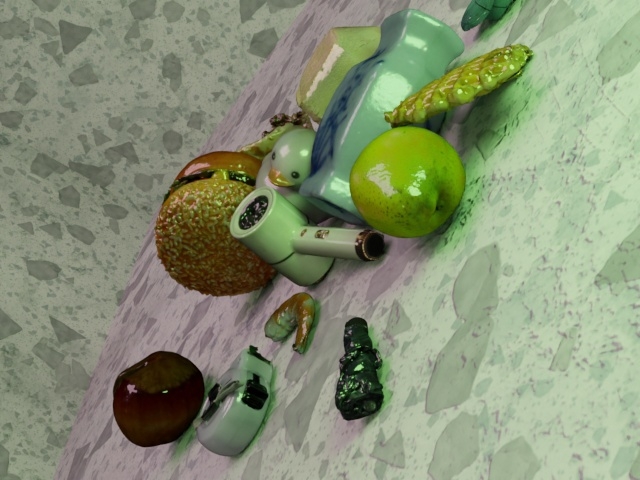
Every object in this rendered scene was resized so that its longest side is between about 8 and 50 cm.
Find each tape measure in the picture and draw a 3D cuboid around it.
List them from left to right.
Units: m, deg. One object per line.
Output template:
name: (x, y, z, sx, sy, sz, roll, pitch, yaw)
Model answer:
tape measure: (-0.174, 0.322, 1.679, 0.196, 0.105, 0.178, -53, 19, 13)

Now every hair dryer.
hair dryer: (0.000, 0.000, 1.658, 0.362, 0.203, 0.128, 4, 60, 52)

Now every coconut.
coconut: (0.075, -0.367, 1.931, 0.245, 0.233, 0.233, -54, 18, 16)

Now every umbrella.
umbrella: (0.059, 0.183, 1.342, 0.080, 0.071, 0.224, -24, 22, 13)

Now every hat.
hat: (0.338, -0.475, 1.654, 0.138, 0.078, 0.191, -60, -3, -30)

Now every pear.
pear: (0.143, -0.088, 1.382, 0.187, 0.188, 0.219, -57, 19, 8)

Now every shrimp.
shrimp: (-0.059, 0.183, 1.710, 0.161, 0.049, 0.166, -47, 28, 28)

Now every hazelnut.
hazelnut: (-0.372, 0.369, 2.021, 0.217, 0.217, 0.251, -54, 9, 16)

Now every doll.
doll: (-0.030, -0.154, 1.838, 0.251, 0.221, 0.221, -30, -7, -43)

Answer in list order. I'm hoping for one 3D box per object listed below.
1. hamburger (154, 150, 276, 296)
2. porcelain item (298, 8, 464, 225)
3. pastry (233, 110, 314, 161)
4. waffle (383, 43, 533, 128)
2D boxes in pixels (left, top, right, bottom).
hamburger: (-0.231, -0.033, 2.068, 0.330, 0.330, 0.250, -46, 23, 36)
porcelain item: (0.119, -0.233, 1.675, 0.405, 0.179, 0.242, -64, 19, -5)
pastry: (-0.118, -0.226, 2.309, 0.237, 0.170, 0.256, -38, 13, -14)
waffle: (0.241, -0.262, 1.438, 0.291, 0.051, 0.291, -29, 10, 5)
